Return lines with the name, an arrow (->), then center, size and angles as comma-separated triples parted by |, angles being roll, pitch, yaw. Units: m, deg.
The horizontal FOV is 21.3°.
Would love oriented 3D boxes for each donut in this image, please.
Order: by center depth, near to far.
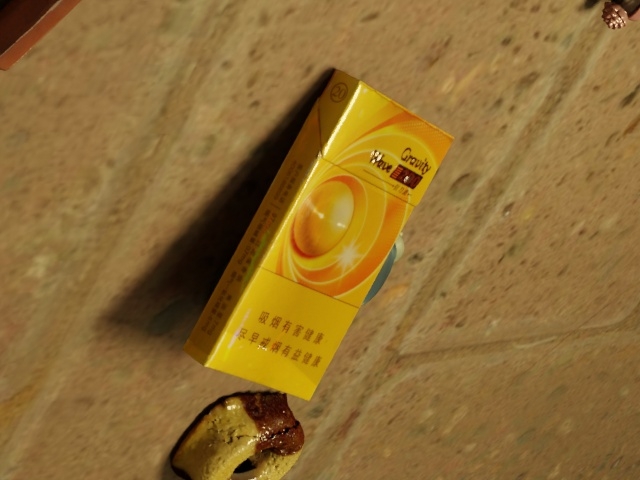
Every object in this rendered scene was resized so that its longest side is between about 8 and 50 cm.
donut -> -0.079, 0.209, 1.704 | 0.140, 0.059, 0.140 | -28, 150, -18

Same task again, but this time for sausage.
sausage -> -0.170, -0.166, 1.112 | 0.147, 0.035, 0.030 | -43, 120, 4

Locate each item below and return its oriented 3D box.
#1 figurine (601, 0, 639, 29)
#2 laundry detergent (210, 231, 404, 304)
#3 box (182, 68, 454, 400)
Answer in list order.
figurine -> 0.314, -0.235, 1.601 | 0.129, 0.054, 0.072 | -16, 157, -51
laundry detergent -> -0.003, 0.031, 1.552 | 0.206, 0.061, 0.097 | -21, 132, -35
box -> 0.000, 0.000, 1.456 | 0.152, 0.043, 0.269 | 26, 94, -51
